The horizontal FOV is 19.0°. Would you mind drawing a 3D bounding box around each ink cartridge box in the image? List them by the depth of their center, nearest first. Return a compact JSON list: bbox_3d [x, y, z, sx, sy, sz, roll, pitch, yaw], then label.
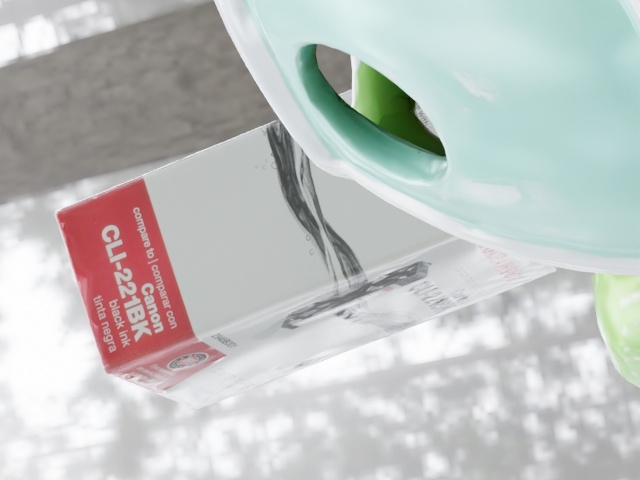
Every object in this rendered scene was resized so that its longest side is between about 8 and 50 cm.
[{"bbox_3d":[0.000,0.000,1.218,0.197,0.273,0.114,40,-151,-72],"label":"ink cartridge box"}]

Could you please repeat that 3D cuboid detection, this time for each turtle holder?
[{"bbox_3d":[0.102,-0.100,0.594,0.320,0.227,0.243,35,-137,-62],"label":"turtle holder"}]
